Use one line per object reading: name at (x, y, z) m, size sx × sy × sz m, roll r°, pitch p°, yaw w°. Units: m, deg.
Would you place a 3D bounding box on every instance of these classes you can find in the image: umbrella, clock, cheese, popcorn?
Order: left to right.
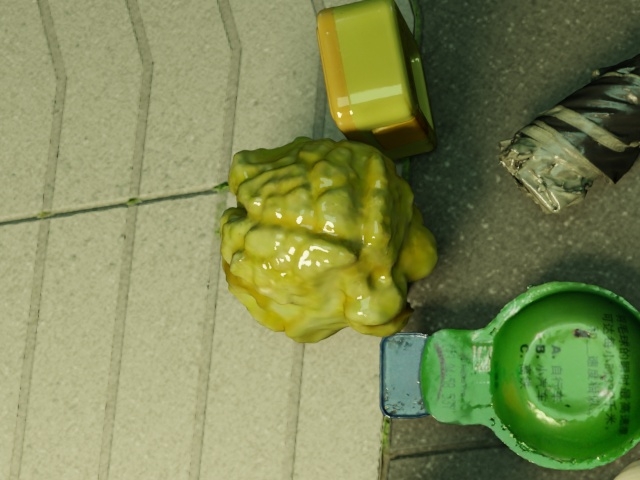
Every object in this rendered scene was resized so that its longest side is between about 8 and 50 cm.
popcorn at (0.000, 0.000, 1.788) m, size 0.255 × 0.256 × 0.195 m, roll 29°, pitch 41°, yaw -11°
clock at (0.062, -0.172, 1.823) m, size 0.096 × 0.202 × 0.143 m, roll -10°, pitch 76°, yaw 10°
cheese at (0.222, 0.143, 1.779) m, size 0.320 × 0.083 × 0.204 m, roll -1°, pitch 80°, yaw 11°
umbrella at (0.358, -0.161, 1.801) m, size 0.357 × 0.106 × 0.113 m, roll -37°, pitch 81°, yaw 7°

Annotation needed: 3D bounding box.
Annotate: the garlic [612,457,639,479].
garlic at (0.408, 0.286, 1.658) m, size 0.281 × 0.203 × 0.185 m, roll 15°, pitch 52°, yaw -19°
